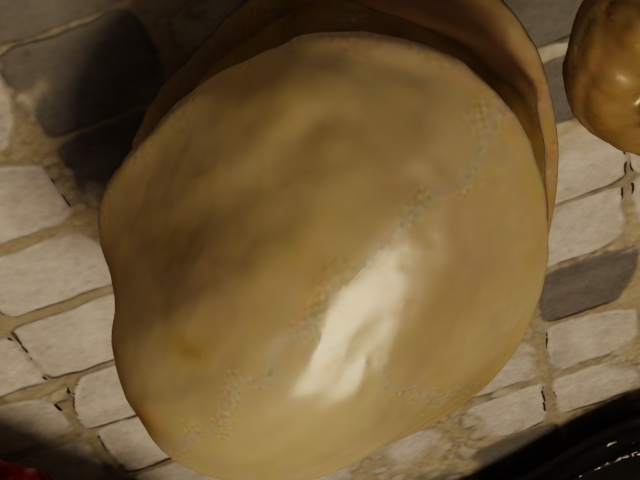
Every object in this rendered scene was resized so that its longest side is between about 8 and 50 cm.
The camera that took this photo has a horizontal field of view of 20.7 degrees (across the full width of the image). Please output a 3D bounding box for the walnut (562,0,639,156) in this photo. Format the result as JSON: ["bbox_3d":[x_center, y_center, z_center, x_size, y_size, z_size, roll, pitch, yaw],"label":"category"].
[{"bbox_3d":[0.234,-0.125,0.860,0.257,0.224,0.257,-16,151,-9],"label":"walnut"}]

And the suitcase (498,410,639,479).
[{"bbox_3d":[0.269,0.305,1.556,0.339,0.188,0.345,-30,144,19],"label":"suitcase"}]

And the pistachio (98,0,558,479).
[{"bbox_3d":[0.000,0.000,0.946,0.238,0.229,0.321,18,127,-6],"label":"pistachio"}]

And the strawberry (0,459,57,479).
[{"bbox_3d":[-0.214,0.279,1.245,0.295,0.317,0.345,-41,124,-35],"label":"strawberry"}]
